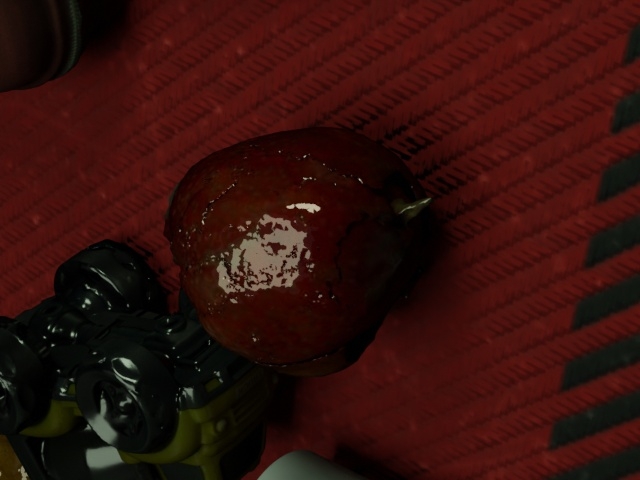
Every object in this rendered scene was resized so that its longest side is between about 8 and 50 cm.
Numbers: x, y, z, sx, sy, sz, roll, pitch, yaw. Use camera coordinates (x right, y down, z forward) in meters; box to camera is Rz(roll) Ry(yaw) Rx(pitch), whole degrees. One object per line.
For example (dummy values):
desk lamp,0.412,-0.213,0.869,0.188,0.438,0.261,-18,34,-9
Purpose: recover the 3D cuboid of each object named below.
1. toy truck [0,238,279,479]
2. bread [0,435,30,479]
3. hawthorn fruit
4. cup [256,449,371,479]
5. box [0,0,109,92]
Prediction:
toy truck,-0.122,0.107,1.262,0.224,0.147,0.165,5,122,38
bread,-0.242,0.185,1.449,0.344,0.084,0.124,24,102,33
hawthorn fruit,0.000,0.000,1.102,0.172,0.148,0.148,-26,91,34
cup,0.030,0.203,1.213,0.133,0.136,0.099,21,88,34
box,-0.307,-0.238,1.260,0.404,0.108,0.263,21,137,36
